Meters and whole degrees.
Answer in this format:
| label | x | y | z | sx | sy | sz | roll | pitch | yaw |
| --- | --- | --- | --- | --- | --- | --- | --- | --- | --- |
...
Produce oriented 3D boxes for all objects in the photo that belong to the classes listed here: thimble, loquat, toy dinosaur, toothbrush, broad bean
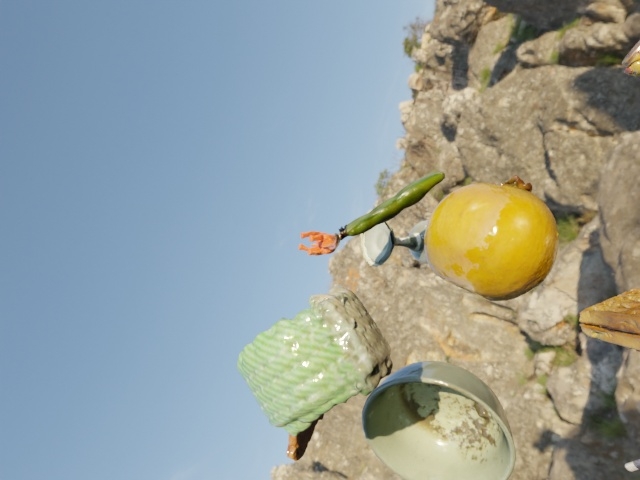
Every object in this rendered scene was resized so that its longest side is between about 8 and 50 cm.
| label | x | y | z | sx | sy | sz | roll | pitch | yaw |
| --- | --- | --- | --- | --- | --- | --- | --- | --- | --- |
| thimble | -0.003 | 0.174 | 0.706 | 0.219 | 0.150 | 0.219 | -33 | -12 | -8 |
| loquat | 0.369 | -0.007 | 1.026 | 0.275 | 0.275 | 0.274 | -52 | -27 | -42 |
| toy dinosaur | 0.000 | 0.006 | 1.133 | 0.279 | 0.102 | 0.055 | -172 | 84 | -73 |
| toothbrush | 0.832 | 0.495 | 1.127 | 0.026 | 0.024 | 0.288 | -30 | -22 | -41 |
| broad bean | 0.163 | -0.076 | 1.104 | 0.298 | 0.043 | 0.060 | -32 | -26 | -6 |

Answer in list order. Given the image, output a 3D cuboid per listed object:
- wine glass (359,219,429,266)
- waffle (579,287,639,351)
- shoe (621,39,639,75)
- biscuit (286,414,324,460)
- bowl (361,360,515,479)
| label | x | y | z | sx | sy | sz | roll | pitch | yaw |
| --- | --- | --- | --- | --- | --- | --- | --- | --- | --- |
| wine glass | 0.271 | 0.002 | 1.345 | 0.321 | 0.143 | 0.143 | 0 | -68 | -31 |
| waffle | 0.821 | 0.192 | 1.148 | 0.328 | 0.224 | 0.098 | -175 | 71 | -74 |
| shoe | 0.852 | -0.488 | 1.257 | 0.109 | 0.069 | 0.072 | -58 | -7 | 3 |
| biscuit | -0.027 | 0.343 | 1.073 | 0.183 | 0.043 | 0.280 | 61 | -144 | -53 |
| bowl | 0.238 | 0.345 | 0.953 | 0.146 | 0.289 | 0.289 | -48 | -31 | -55 |
